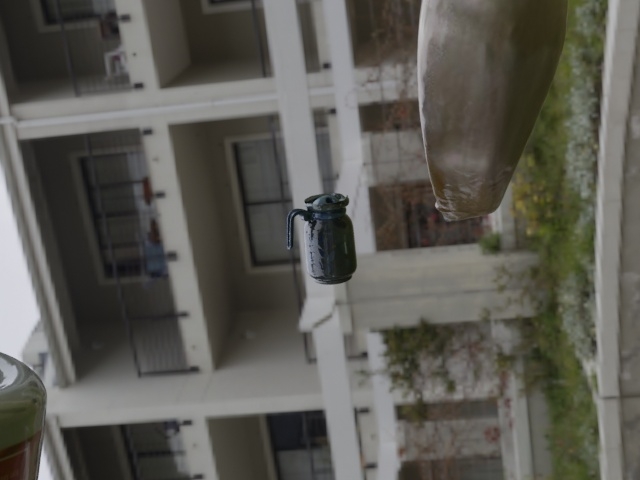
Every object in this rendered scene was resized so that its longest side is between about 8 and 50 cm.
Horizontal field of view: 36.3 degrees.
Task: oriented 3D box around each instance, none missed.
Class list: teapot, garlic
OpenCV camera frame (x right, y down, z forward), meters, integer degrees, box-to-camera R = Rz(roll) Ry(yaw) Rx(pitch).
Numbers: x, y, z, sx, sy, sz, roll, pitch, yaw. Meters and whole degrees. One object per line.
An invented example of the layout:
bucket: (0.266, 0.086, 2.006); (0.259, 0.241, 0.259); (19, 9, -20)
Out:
teapot: (0.001, -0.001, 0.927); (0.049, 0.063, 0.083); (-93, -4, -74)
garlic: (0.137, -0.145, 0.804); (0.143, 0.112, 0.318); (-54, -23, -46)

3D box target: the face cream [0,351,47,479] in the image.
face cream: (-0.276, 0.164, 0.584); (0.201, 0.201, 0.187); (-30, -51, -81)
